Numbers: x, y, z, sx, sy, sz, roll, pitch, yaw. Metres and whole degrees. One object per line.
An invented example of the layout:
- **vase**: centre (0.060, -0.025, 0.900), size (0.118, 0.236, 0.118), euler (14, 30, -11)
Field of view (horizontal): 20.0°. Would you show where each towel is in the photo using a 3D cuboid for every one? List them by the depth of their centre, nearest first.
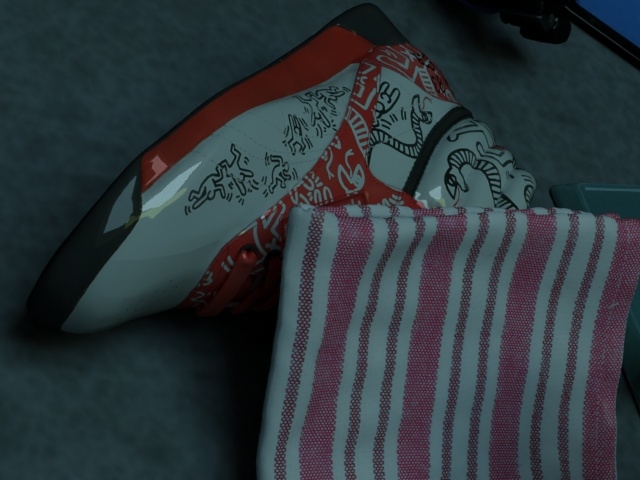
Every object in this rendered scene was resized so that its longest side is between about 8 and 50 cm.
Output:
- **towel**: centre (0.061, 0.057, 0.792), size (0.197, 0.029, 0.144), euler (1, 97, -35)

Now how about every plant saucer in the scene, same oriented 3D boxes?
- **plant saucer**: centre (0.182, 0.050, 0.958), size (0.067, 0.018, 0.192), euler (1, 58, -38)

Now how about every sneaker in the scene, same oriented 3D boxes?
- **sneaker**: centre (0.001, -0.001, 0.803), size (0.145, 0.090, 0.270), euler (46, 41, 2)

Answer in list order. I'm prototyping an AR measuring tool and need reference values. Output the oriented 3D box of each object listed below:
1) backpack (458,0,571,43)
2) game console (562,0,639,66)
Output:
- **backpack**: centre (0.099, -0.290, 0.963), size (0.276, 0.263, 0.213), euler (34, 45, -12)
- **game console**: centre (0.226, -0.166, 1.104), size (0.144, 0.124, 0.085), euler (33, 19, -15)
